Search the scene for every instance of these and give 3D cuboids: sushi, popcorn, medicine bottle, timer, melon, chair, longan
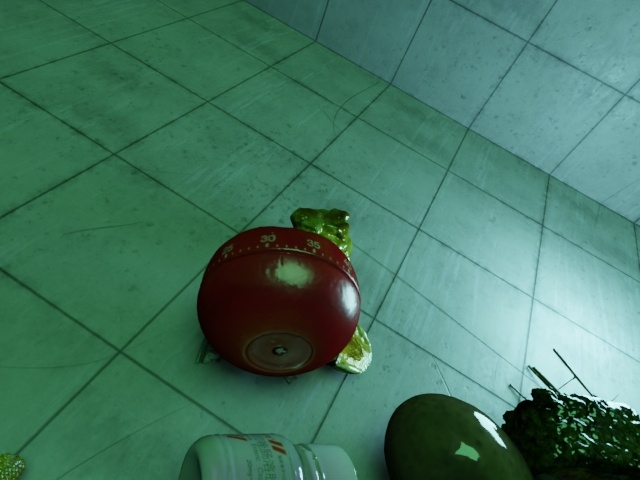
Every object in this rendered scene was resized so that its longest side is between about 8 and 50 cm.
[{"bbox_3d":[0.627,0.522,1.065,0.352,0.294,0.178,16,44,-13],"label":"sushi"},{"bbox_3d":[0.000,0.000,1.293,0.237,0.206,0.251,39,72,-42],"label":"popcorn"},{"bbox_3d":[-0.101,0.496,0.806,0.302,0.241,0.241,12,46,-27],"label":"medicine bottle"},{"bbox_3d":[-0.094,0.149,1.000,0.378,0.377,0.279,13,41,-12],"label":"timer"},{"bbox_3d":[0.074,0.309,1.170,0.128,0.079,0.160,42,44,-11],"label":"melon"},{"bbox_3d":[0.744,0.492,1.241,0.170,0.159,0.325,-22,61,-34],"label":"chair"},{"bbox_3d":[0.303,0.509,0.955,0.350,0.288,0.288,38,47,16],"label":"longan"}]

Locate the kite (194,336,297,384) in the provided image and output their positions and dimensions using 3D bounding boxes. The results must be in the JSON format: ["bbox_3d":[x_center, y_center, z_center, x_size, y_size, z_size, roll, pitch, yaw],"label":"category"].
[{"bbox_3d":[-0.166,0.227,1.172,0.406,0.014,0.368,-18,60,-35],"label":"kite"}]

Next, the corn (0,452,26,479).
[{"bbox_3d":[-0.621,0.468,0.719,0.080,0.080,0.231,32,44,5],"label":"corn"}]
